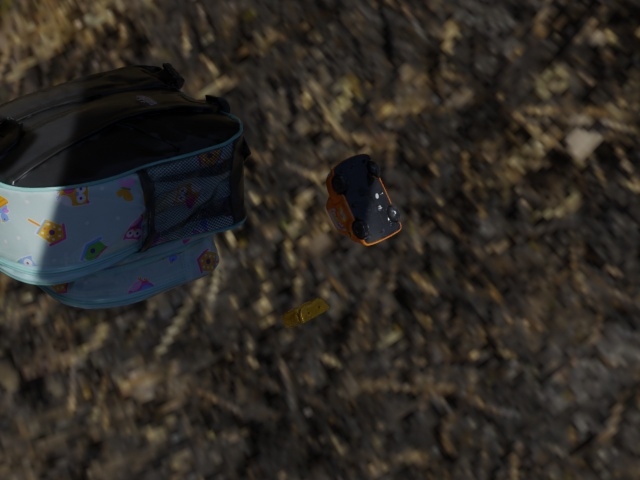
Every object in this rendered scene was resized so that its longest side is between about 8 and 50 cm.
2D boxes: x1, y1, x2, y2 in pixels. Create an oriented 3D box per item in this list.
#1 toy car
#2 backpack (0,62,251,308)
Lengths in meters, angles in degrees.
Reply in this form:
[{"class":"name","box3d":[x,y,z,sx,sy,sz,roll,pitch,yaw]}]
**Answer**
[{"class":"toy car","box3d":[0.000,0.000,1.258,0.060,0.040,0.122,51,56,-11]},{"class":"backpack","box3d":[-0.165,-0.036,1.417,0.188,0.166,0.144,-13,122,-33]}]
